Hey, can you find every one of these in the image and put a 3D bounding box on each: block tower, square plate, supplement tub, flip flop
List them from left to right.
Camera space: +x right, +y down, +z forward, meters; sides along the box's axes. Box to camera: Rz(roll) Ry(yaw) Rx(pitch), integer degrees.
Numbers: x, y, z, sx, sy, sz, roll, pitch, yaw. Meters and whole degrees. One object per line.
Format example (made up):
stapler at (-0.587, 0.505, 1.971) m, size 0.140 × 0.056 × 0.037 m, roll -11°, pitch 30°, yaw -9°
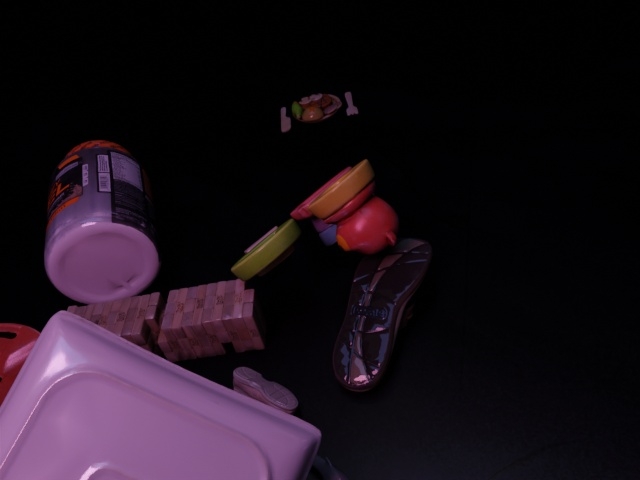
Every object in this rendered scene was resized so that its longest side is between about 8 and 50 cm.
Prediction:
supplement tub at (-0.433, -0.050, 1.256) m, size 0.207 × 0.207 × 0.338 m, roll -21°, pitch 40°, yaw -5°
square plate at (-0.210, 0.294, 0.660) m, size 0.344 × 0.049 × 0.347 m, roll 26°, pitch 70°, yaw -5°
block tower at (-0.263, 0.148, 1.068) m, size 0.335 × 0.097 × 0.091 m, roll -8°, pitch 41°, yaw 6°
flip flop at (0.102, 0.114, 1.004) m, size 0.112 × 0.080 × 0.277 m, roll 7°, pitch 62°, yaw 28°

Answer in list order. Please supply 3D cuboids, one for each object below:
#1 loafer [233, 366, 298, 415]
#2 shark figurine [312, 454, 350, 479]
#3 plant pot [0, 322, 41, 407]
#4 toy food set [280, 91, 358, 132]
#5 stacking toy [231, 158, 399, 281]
loafer at (-0.085, 0.235, 0.958) m, size 0.125 × 0.039 × 0.045 m, roll 24°, pitch 22°, yaw 34°
shark figurine at (0.009, 0.312, 0.765) m, size 0.166 × 0.116 × 0.278 m, roll -6°, pitch 29°, yaw -4°
plant pot at (-0.388, 0.264, 0.823) m, size 0.272 × 0.265 × 0.272 m, roll -5°, pitch 47°, yaw 6°
toy food set at (-0.010, -0.334, 1.562) m, size 0.192 × 0.038 × 0.132 m, roll -13°, pitch 41°, yaw 4°
stacking toy at (0.000, 0.000, 1.083) m, size 0.279 × 0.130 × 0.309 m, roll -40°, pitch 6°, yaw 2°
